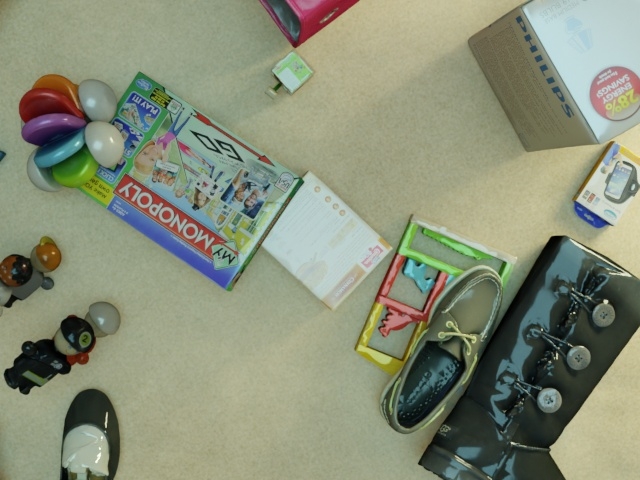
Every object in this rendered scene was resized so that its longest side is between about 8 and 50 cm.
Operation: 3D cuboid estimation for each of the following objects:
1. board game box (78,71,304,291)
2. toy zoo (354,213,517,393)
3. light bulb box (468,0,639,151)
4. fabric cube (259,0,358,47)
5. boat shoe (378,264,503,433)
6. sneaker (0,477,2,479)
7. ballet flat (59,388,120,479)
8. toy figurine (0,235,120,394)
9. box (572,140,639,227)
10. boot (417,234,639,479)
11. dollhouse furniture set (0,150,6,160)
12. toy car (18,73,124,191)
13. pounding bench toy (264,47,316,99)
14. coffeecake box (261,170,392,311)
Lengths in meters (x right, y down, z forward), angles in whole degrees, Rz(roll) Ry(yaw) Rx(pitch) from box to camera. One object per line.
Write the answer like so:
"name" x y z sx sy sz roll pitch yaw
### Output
"board game box" -0.215 -0.094 1.656 0.317 0.046 0.213 33 89 9
"toy zoo" 0.182 0.126 1.732 0.192 0.030 0.293 23 91 -5
"light bulb box" 0.452 -0.315 1.562 0.358 0.361 0.225 -31 94 -2
"fabric cube" -0.006 -0.482 1.582 0.258 0.254 0.259 -36 94 -3
"boat shoe" 0.203 0.178 1.674 0.109 0.091 0.305 33 91 -6
"sneaker" -0.573 0.297 1.678 0.091 0.094 0.258 -16 98 -21
"ballet flat" -0.376 0.383 1.679 0.095 0.096 0.280 4 92 -3
"toy figurine" -0.429 0.108 1.606 0.148 0.213 0.209 -38 90 11
"box" 0.483 -0.088 1.742 0.081 0.028 0.136 32 89 -5
"boot" 0.415 0.261 1.712 0.367 0.146 0.445 35 80 -18
"dollhouse furniture set" -0.555 -0.089 1.629 0.129 0.129 0.183 39 90 -5
"toy car" -0.400 -0.172 1.603 0.159 0.136 0.181 -20 68 18
"pounding bench toy" -0.056 -0.260 1.682 0.083 0.065 0.052 -42 95 -1
"coffeecake box" 0.000 0.000 1.696 0.185 0.068 0.142 43 91 -4
